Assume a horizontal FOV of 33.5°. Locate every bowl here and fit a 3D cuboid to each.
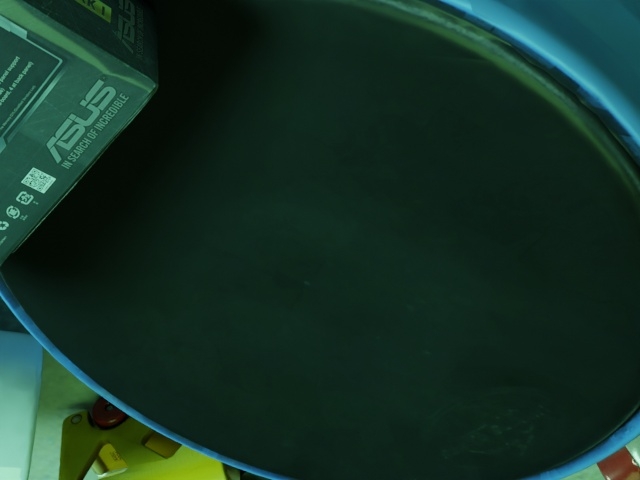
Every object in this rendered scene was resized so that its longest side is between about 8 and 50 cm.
[{"bbox_3d":[0.000,0.000,0.530,0.391,0.077,0.391,11,136,10],"label":"bowl"}]

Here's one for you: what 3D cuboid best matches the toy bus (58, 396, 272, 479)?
[{"bbox_3d":[-0.078,0.160,0.733,0.191,0.104,0.202,19,126,-24],"label":"toy bus"}]

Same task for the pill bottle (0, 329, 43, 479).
[{"bbox_3d":[-0.302,0.101,0.610,0.264,0.153,0.153,9,130,-16],"label":"pill bottle"}]

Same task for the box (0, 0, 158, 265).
[{"bbox_3d":[-0.200,-0.040,0.391,0.183,0.059,0.232,29,121,-32],"label":"box"}]

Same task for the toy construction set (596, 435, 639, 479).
[{"bbox_3d":[0.327,0.146,0.765,0.257,0.237,0.309,26,109,7],"label":"toy construction set"}]
